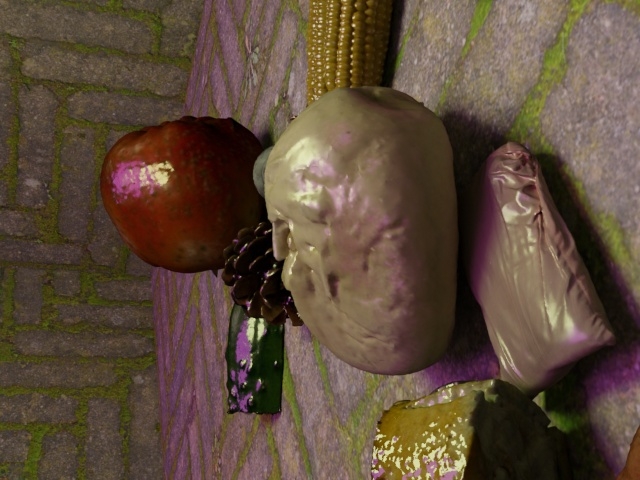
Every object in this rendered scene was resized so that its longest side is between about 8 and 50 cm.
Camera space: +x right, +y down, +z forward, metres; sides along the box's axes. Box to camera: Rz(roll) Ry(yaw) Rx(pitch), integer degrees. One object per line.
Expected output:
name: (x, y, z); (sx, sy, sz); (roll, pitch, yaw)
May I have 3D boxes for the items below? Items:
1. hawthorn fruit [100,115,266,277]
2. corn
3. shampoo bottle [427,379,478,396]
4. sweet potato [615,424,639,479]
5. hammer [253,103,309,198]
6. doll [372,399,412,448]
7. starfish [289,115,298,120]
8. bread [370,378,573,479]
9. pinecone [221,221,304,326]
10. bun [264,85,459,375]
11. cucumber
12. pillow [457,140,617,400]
hawthorn fruit: (-0.299, -0.093, 1.747); (0.403, 0.402, 0.403); (-176, 90, -70)
corn: (0.041, -0.298, 1.154); (0.130, 0.130, 0.347); (-153, 67, -69)
shampoo bottle: (0.161, 0.270, 0.805); (0.086, 0.055, 0.227); (117, 151, -58)
sweet potato: (0.253, 0.173, 0.520); (0.355, 0.106, 0.095); (-65, -11, 15)
hammer: (-0.007, -0.210, 1.310); (0.202, 0.113, 0.305); (5, 77, 49)
doll: (0.117, 0.288, 0.893); (0.129, 0.081, 0.207); (103, 158, -44)
starfish: (-0.045, -0.126, 1.462); (0.238, 0.057, 0.213); (114, 152, -45)
bread: (0.150, 0.257, 0.669); (0.124, 0.186, 0.257); (-26, 65, 48)
pinecone: (-0.079, 0.066, 1.360); (0.204, 0.179, 0.184); (56, 165, 34)
bun: (0.043, -0.019, 0.897); (0.361, 0.213, 0.361); (177, 90, -90)
cucumber: (-0.142, 0.212, 1.611); (0.145, 0.105, 0.325); (162, 113, -70)
pillow: (0.195, 0.031, 0.744); (0.173, 0.067, 0.270); (110, 158, -47)
